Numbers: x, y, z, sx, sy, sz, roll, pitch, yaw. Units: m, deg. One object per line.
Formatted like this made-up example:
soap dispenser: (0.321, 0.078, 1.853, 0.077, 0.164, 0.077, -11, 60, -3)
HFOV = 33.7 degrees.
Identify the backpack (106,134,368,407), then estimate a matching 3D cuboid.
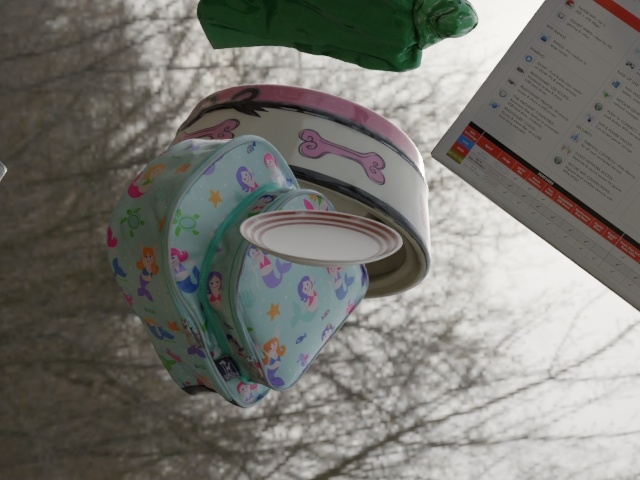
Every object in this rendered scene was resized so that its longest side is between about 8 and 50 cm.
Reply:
backpack: (-0.087, 0.022, 1.087, 0.191, 0.225, 0.254, -1, -52, 45)

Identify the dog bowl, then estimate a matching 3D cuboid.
dog bowl: (-0.035, -0.065, 1.462, 0.408, 0.407, 0.150, 127, -21, -66)

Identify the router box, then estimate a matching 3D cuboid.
router box: (0.346, -0.115, 1.187, 0.301, 0.335, 0.082, -53, 172, 7)

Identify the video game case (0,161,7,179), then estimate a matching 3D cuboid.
video game case: (-0.436, -0.111, 1.006, 0.275, 0.035, 0.248, 50, 18, -22)

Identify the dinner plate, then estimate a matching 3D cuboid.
dinner plate: (0.000, 0.000, 0.913, 0.141, 0.141, 0.017, -131, -137, -63)

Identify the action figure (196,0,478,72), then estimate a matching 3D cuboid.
action figure: (0.009, -0.171, 0.718, 0.232, 0.063, 0.137, 27, -48, 38)
